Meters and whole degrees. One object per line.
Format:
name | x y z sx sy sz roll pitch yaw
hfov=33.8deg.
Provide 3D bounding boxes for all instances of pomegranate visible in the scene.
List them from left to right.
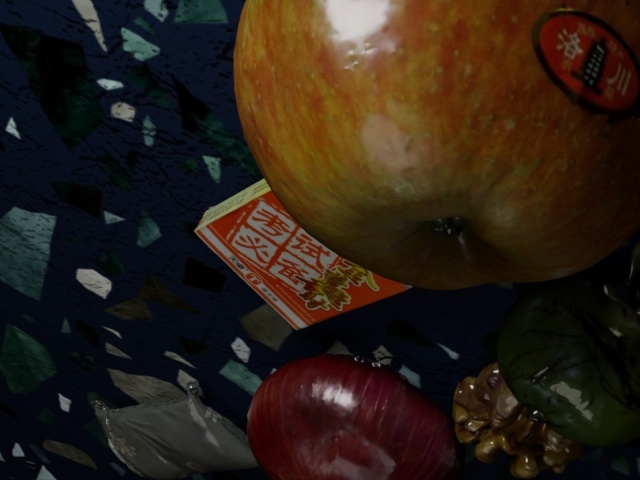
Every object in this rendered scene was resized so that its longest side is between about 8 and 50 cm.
pomegranate | 0.240 0.086 0.884 0.152 0.131 0.191 38 133 -5

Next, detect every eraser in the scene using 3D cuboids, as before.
eraser | 0.000 0.000 1.009 0.157 0.038 0.230 46 139 -18

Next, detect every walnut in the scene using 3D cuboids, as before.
walnut | 0.201 0.185 1.061 0.142 0.069 0.170 23 143 6

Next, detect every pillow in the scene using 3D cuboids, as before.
pillow | -0.200 0.266 1.404 0.255 0.059 0.169 -19 118 44

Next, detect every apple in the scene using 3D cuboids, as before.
apple | 0.087 -0.087 0.696 0.309 0.250 0.277 31 140 -3

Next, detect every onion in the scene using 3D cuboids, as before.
onion | 0.036 0.231 1.155 0.248 0.161 0.248 4 121 8
